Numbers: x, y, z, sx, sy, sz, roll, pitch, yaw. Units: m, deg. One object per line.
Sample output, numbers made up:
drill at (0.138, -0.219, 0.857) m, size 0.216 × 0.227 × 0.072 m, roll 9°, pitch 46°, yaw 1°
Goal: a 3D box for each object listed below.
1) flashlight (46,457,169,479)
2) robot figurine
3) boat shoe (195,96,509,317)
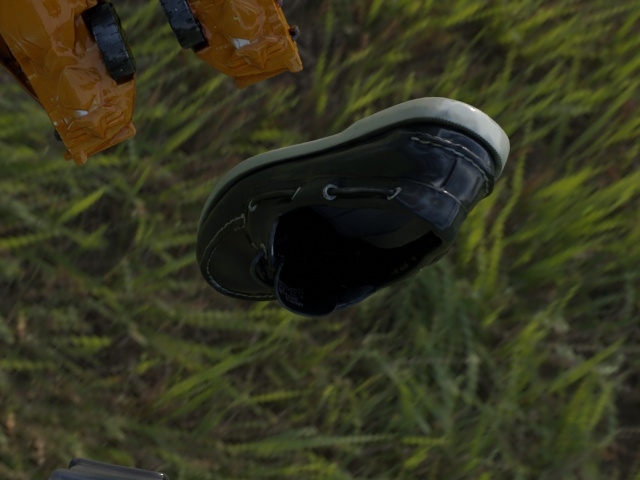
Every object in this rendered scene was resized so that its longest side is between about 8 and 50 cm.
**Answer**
flashlight at (-0.003, 0.179, 0.993) m, size 0.304 × 0.103 × 0.103 m, roll 11°, pitch 104°, yaw 14°
robot figurine at (-0.130, -0.193, 0.975) m, size 0.211 × 0.085 × 0.291 m, roll -23°, pitch 118°, yaw 2°
boat shoe at (0.003, 0.002, 1.405) m, size 0.127 × 0.340 × 0.113 m, roll 38°, pitch 53°, yaw -28°
